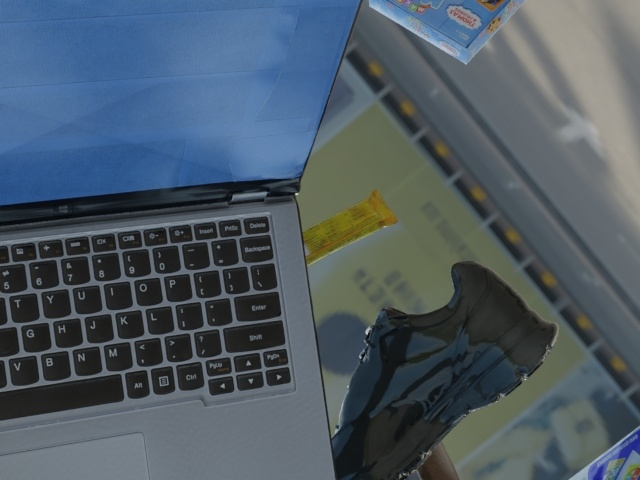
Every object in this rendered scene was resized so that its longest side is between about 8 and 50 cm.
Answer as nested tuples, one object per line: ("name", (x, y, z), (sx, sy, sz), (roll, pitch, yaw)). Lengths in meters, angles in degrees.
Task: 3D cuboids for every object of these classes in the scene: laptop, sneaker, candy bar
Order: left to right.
("laptop", (-0.145, 0.026, 1.008), (0.236, 0.382, 0.408), (166, 97, -67))
("candy bar", (0.000, 0.000, 1.462), (0.040, 0.161, 0.018), (59, 164, 10))
("sneaker", (0.070, 0.133, 1.324), (0.130, 0.286, 0.109), (49, -177, 7))

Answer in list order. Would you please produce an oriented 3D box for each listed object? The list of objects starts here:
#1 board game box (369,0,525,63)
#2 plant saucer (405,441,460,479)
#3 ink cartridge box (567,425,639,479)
("board game box", (0.189, -0.343, 1.936), (0.160, 0.211, 0.039), (35, 157, 22))
("plant saucer", (0.149, 0.325, 1.859), (0.310, 0.050, 0.310), (157, 90, -85))
("ink cartridge box", (0.239, 0.278, 1.217), (0.045, 0.206, 0.208), (14, -123, -15))
